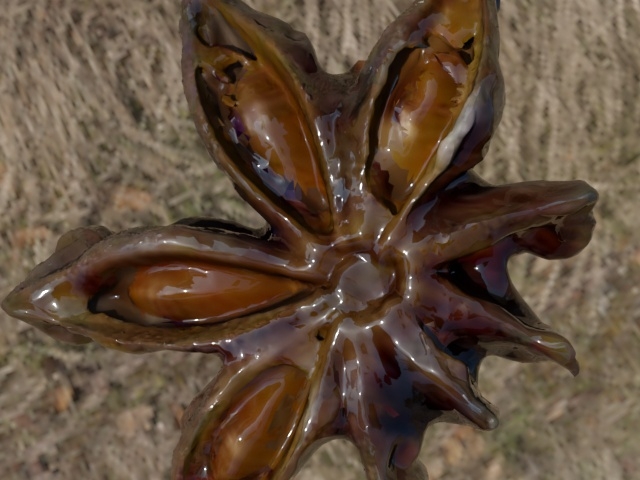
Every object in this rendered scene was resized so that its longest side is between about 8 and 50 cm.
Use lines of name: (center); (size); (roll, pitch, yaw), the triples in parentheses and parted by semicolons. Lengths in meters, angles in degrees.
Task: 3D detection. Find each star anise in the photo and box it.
star anise: (-0.006, 0.004, 0.591); (0.220, 0.214, 0.099); (-21, 168, 8)
